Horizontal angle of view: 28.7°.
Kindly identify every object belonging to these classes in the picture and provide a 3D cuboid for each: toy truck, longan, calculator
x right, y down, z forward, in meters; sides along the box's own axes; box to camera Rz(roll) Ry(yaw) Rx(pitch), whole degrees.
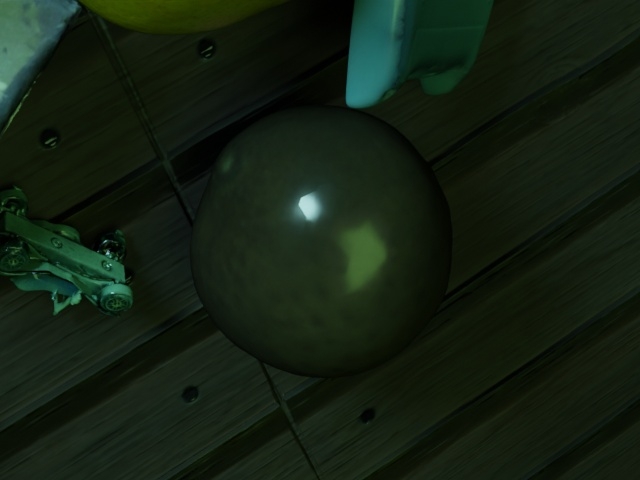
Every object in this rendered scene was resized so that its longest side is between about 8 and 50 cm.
[{"bbox_3d":[-0.248,0.021,1.140,0.154,0.080,0.078,26,125,-37],"label":"toy truck"},{"bbox_3d":[0.000,0.000,1.161,0.258,0.258,0.258,-13,119,-25],"label":"longan"},{"bbox_3d":[0.114,-0.311,1.122,0.256,0.054,0.386,-20,121,-60],"label":"calculator"}]

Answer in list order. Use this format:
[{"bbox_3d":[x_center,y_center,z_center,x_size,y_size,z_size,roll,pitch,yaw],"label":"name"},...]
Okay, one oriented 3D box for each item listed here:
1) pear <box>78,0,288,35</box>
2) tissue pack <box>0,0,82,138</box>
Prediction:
[{"bbox_3d":[-0.104,-0.291,0.953,0.285,0.285,0.336,-49,151,0],"label":"pear"},{"bbox_3d":[-0.390,-0.165,0.905,0.361,0.122,0.259,30,98,-31],"label":"tissue pack"}]
